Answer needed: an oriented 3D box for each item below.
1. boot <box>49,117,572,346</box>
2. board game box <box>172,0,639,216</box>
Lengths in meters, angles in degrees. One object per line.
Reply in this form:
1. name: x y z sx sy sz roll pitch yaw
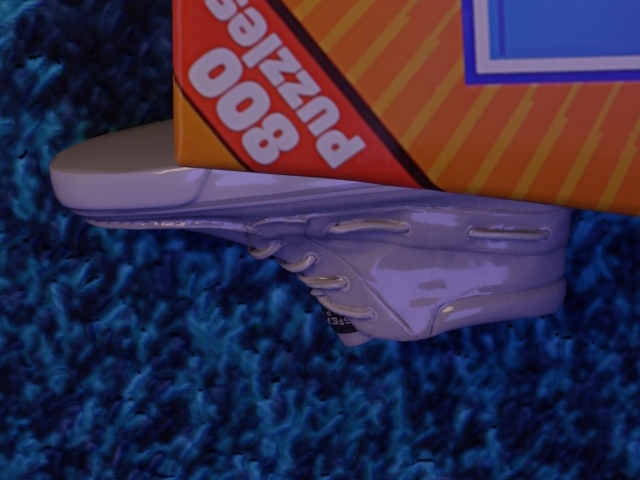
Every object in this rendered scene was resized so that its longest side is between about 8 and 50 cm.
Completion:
1. boot: 0.000 0.000 0.724 0.258 0.095 0.123 -4 111 3
2. board game box: 0.170 -0.233 0.423 0.356 0.356 0.356 7 119 7
